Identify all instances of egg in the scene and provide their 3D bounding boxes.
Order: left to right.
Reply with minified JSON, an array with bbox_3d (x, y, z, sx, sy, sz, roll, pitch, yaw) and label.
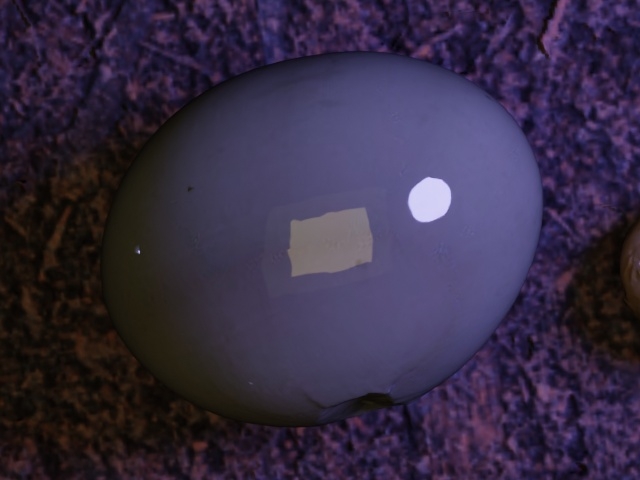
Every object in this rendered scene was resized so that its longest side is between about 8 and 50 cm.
[{"bbox_3d":[0.000,0.000,1.081,0.269,0.219,0.219,-13,96,19],"label":"egg"}]

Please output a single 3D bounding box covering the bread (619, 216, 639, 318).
[{"bbox_3d":[0.278,0.008,1.127,0.189,0.077,0.114,-16,75,8],"label":"bread"}]
